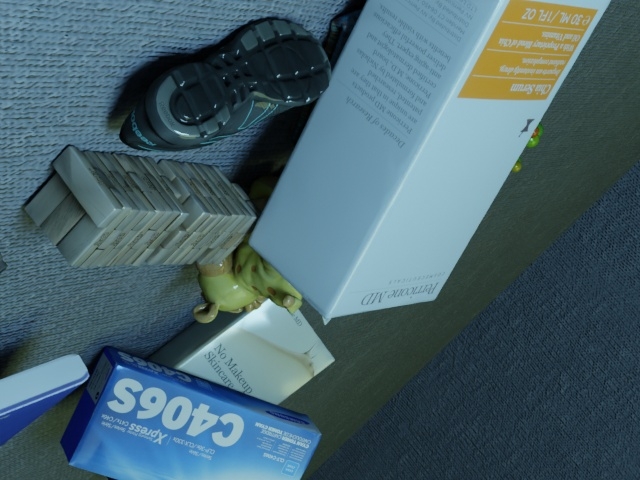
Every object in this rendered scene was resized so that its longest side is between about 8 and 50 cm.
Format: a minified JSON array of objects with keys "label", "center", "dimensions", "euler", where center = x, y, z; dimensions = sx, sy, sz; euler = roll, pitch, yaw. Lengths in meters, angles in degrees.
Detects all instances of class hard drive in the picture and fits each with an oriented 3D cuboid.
[{"label":"hard drive","center":[-0.451,0.248,1.626],"dimensions":[0.318,0.040,0.210],"euler":[-37,169,40]}]

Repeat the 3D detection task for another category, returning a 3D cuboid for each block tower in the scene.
[{"label":"block tower","center":[-0.191,-0.032,1.474],"dimensions":[0.097,0.091,0.335],"euler":[-45,162,16]}]

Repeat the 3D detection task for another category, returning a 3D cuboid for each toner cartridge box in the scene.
[{"label":"toner cartridge box","center":[-0.186,0.291,1.922],"dimensions":[0.347,0.075,0.165],"euler":[22,100,-26]}]

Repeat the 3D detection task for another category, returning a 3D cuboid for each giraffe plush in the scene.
[{"label":"giraffe plush","center":[-0.094,0.029,1.762],"dimensions":[0.170,0.210,0.181],"euler":[-15,179,27]}]

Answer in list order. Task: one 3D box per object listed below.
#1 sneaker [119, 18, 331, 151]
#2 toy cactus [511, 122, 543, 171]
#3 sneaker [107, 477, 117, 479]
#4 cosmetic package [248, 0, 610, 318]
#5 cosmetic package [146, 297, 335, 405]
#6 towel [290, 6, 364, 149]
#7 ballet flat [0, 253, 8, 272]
[{"label":"sneaker","center":[-0.100,-0.160,1.376],"dimensions":[0.267,0.101,0.106],"euler":[-25,180,-42]},{"label":"toy cactus","center":[0.276,-0.168,2.154],"dimensions":[0.180,0.112,0.219],"euler":[-21,167,4]},{"label":"sneaker","center":[-0.222,0.312,2.228],"dimensions":[0.385,0.145,0.147],"euler":[-45,164,26]},{"label":"cosmetic package","center":[0.122,-0.139,1.544],"dimensions":[0.230,0.161,0.453],"euler":[-7,133,-49]},{"label":"cosmetic package","center":[-0.153,0.207,2.020],"dimensions":[0.309,0.160,0.113],"euler":[-38,-160,-6]},{"label":"towel","center":[0.135,-0.261,1.672],"dimensions":[0.370,0.040,0.271],"euler":[-28,159,-28]},{"label":"ballet flat","center":[-0.428,0.076,1.333],"dimensions":[0.250,0.058,0.084],"euler":[-36,-174,10]}]
